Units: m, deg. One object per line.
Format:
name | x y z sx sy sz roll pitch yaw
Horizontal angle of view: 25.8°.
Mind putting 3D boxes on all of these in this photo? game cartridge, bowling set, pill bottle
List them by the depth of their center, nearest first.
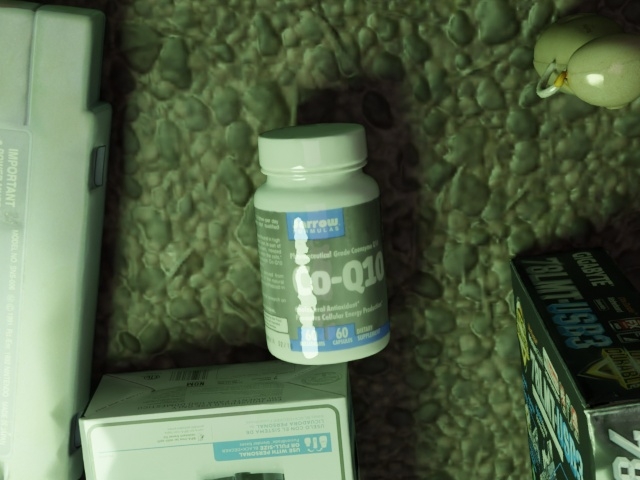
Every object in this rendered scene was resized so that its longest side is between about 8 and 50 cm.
bowling set | 0.281 -0.070 0.798 0.287 0.154 0.199 -21 102 5
pill bottle | 0.000 0.000 0.852 0.078 0.078 0.137 -5 103 1
game cartridge | -0.253 0.023 0.868 0.230 0.068 0.355 6 103 -5

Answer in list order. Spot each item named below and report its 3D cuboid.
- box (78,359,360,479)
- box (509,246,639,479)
box | -0.050 0.228 0.899 0.169 0.087 0.289 -4 103 1
box | 0.168 0.178 0.783 0.073 0.295 0.293 -7 102 1
